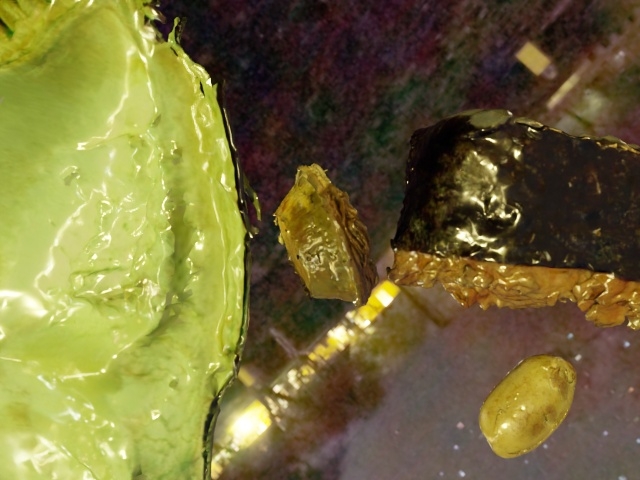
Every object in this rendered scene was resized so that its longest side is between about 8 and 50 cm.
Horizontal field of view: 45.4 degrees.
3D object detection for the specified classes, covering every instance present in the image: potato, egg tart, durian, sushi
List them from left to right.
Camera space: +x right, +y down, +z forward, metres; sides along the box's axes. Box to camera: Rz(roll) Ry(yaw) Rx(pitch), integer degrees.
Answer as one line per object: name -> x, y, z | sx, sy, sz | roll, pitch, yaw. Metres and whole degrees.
durian -> -0.145, 0.070, 0.325 | 0.163, 0.198, 0.394 | -6, 116, -63
egg tart -> -0.001, 0.000, 0.997 | 0.090, 0.212, 0.212 | -22, 168, -11
potato -> 0.305, 0.238, 1.114 | 0.170, 0.107, 0.080 | -40, 178, -5
sushi -> 0.247, -0.015, 0.831 | 0.234, 0.349, 0.207 | 129, -29, -85
